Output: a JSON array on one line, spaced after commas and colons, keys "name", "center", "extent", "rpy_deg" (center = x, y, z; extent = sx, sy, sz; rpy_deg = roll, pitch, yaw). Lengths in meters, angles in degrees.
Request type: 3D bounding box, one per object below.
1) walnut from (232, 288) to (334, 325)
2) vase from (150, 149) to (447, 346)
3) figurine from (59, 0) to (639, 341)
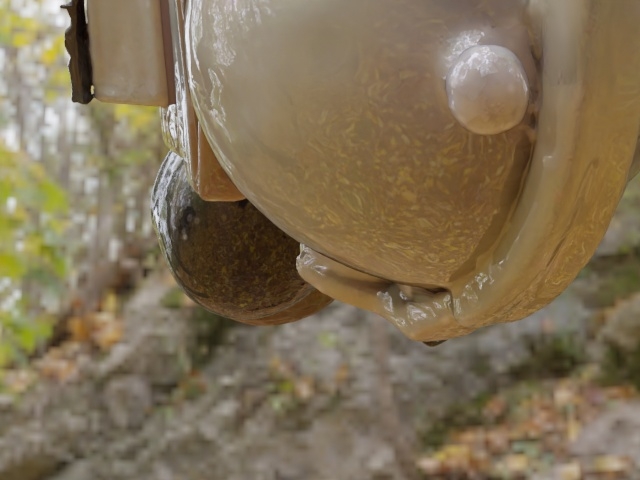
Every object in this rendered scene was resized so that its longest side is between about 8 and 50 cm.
[{"name": "walnut", "center": [-0.036, 0.011, 1.410], "extent": [0.124, 0.105, 0.105], "rpy_deg": [-21, -21, -21]}, {"name": "vase", "center": [0.000, 0.000, 1.055], "extent": [0.183, 0.120, 0.120], "rpy_deg": [24, -16, 27]}, {"name": "figurine", "center": [0.023, -0.059, 0.526], "extent": [0.141, 0.162, 0.237], "rpy_deg": [-5, 10, -20]}]
